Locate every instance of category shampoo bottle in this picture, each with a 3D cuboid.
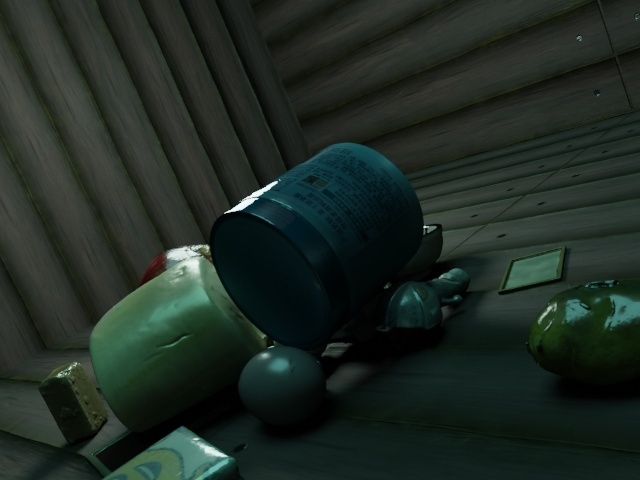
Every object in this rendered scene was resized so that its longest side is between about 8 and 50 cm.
[{"bbox_3d":[0.000,0.000,1.410,0.331,0.331,0.342,-10,23,50],"label":"shampoo bottle"}]

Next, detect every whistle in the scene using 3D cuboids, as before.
[{"bbox_3d":[0.220,0.137,1.426,0.142,0.134,0.346,-18,1,41],"label":"whistle"}]

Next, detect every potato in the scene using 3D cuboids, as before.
[{"bbox_3d":[0.424,0.124,0.945,0.248,0.143,0.169,-16,23,31],"label":"potato"}]

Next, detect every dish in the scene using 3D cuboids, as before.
[{"bbox_3d":[0.212,0.054,1.799,0.303,0.120,0.303,-21,5,2],"label":"dish"}]

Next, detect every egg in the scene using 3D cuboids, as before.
[{"bbox_3d":[-0.075,0.273,1.246,0.146,0.146,0.198,-30,10,-36],"label":"egg"}]

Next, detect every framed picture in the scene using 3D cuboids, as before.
[{"bbox_3d":[0.483,0.066,1.500,0.136,0.010,0.201,-16,12,28],"label":"framed picture"},{"bbox_3d":[-0.359,0.423,1.459,0.289,0.020,0.211,-29,11,-29],"label":"framed picture"}]

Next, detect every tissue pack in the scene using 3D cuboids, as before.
[{"bbox_3d":[-0.272,0.422,0.971,0.311,0.128,0.228,-30,13,-28],"label":"tissue pack"}]

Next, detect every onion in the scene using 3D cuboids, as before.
[{"bbox_3d":[-0.356,0.164,1.985,0.341,0.341,0.341,-22,10,4],"label":"onion"}]

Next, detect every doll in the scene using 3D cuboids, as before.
[{"bbox_3d":[0.020,0.209,1.497,0.293,0.119,0.138,-17,1,2],"label":"doll"}]

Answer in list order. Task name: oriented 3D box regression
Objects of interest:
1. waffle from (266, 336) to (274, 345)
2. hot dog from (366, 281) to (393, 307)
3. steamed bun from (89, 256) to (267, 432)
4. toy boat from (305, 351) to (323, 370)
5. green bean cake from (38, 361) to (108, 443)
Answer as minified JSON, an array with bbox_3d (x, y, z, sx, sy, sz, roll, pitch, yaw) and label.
[{"bbox_3d":[-0.065,0.211,1.806,0.249,0.056,0.253,-21,9,10],"label":"waffle"},{"bbox_3d":[0.090,0.133,1.647,0.227,0.099,0.160,9,11,36],"label":"hot dog"},{"bbox_3d":[-0.343,0.223,1.552,0.371,0.290,0.456,-29,5,-5],"label":"steamed bun"},{"bbox_3d":[-0.075,0.293,1.387,0.215,0.088,0.102,-20,-24,20],"label":"toy boat"},{"bbox_3d":[-0.617,0.404,1.660,0.085,0.179,0.109,-22,7,8],"label":"green bean cake"}]
